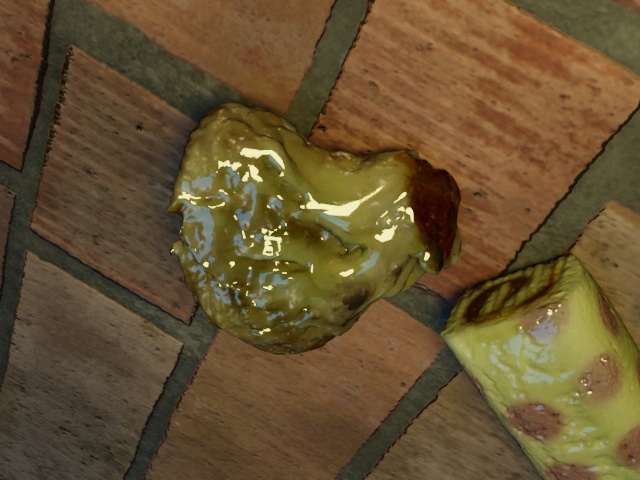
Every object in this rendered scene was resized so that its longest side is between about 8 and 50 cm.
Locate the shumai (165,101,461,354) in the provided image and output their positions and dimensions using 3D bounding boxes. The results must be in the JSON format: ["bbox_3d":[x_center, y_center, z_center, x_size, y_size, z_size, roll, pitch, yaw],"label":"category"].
[{"bbox_3d":[0.003,0.001,1.049,0.283,0.217,0.346,4,126,26],"label":"shumai"}]

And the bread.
[{"bbox_3d":[0.307,0.188,1.090,0.187,0.155,0.338,-21,115,34],"label":"bread"}]
